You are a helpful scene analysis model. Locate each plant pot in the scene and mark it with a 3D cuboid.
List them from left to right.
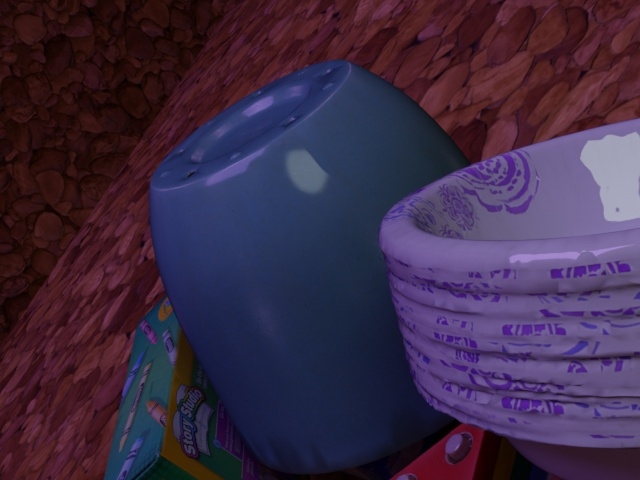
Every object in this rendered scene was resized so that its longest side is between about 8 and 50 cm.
[{"bbox_3d":[0.000,0.000,0.783,0.293,0.235,0.293,-28,22,12],"label":"plant pot"}]

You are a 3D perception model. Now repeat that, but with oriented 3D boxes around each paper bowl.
[{"bbox_3d":[0.181,0.026,0.503,0.284,0.148,0.284,-13,13,3],"label":"paper bowl"}]

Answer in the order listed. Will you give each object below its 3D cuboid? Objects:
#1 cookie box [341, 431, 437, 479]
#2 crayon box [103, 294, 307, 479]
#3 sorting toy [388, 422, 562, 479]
[{"bbox_3d":[0.049,0.152,0.805,0.092,0.040,0.107,-57,22,-19],"label":"cookie box"},{"bbox_3d":[-0.098,0.172,0.895,0.081,0.165,0.278,-43,22,18],"label":"crayon box"},{"bbox_3d":[0.093,0.213,0.549,0.255,0.089,0.257,-54,21,-9],"label":"sorting toy"}]
